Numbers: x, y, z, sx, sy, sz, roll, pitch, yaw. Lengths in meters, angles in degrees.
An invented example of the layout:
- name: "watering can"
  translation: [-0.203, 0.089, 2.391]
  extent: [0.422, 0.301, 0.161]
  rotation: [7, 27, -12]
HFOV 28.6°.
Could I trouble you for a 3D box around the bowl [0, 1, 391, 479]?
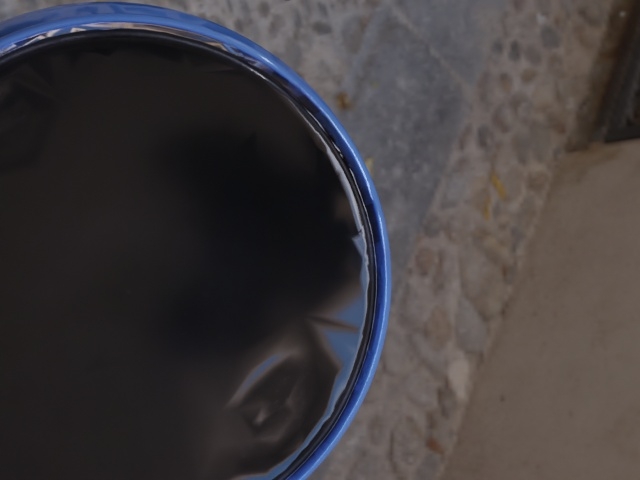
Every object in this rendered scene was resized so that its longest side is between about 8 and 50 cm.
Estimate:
- name: "bowl"
  translation: [-0.135, 0.032, 0.859]
  extent: [0.391, 0.077, 0.391]
  rotation: [-1, 95, -15]
